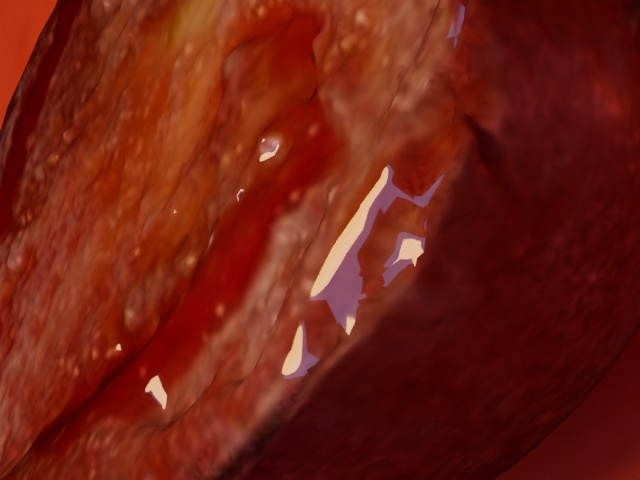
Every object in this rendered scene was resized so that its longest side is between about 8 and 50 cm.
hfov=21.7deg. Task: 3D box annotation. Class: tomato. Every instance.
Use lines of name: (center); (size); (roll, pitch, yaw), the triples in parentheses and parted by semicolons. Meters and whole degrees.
tomato: (0.006, -0.001, 0.536); (0.309, 0.170, 0.309); (-43, 37, 44)
